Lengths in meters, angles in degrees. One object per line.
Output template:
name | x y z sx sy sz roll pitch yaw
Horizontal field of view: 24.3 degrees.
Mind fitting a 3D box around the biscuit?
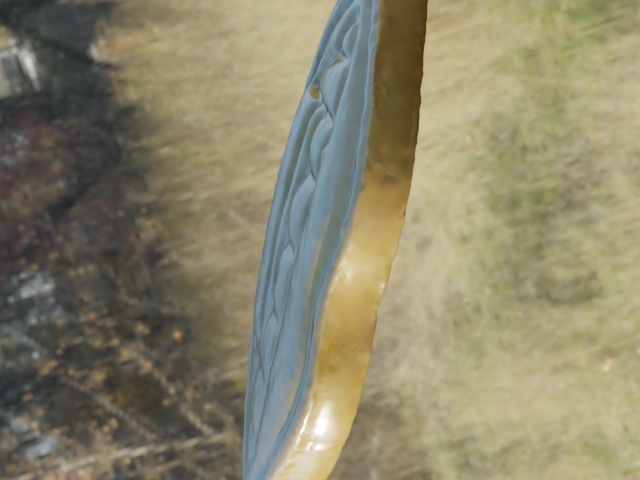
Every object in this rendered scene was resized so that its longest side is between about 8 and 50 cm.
biscuit | 0.000 0.000 0.553 0.142 0.029 0.221 -107 28 -66
